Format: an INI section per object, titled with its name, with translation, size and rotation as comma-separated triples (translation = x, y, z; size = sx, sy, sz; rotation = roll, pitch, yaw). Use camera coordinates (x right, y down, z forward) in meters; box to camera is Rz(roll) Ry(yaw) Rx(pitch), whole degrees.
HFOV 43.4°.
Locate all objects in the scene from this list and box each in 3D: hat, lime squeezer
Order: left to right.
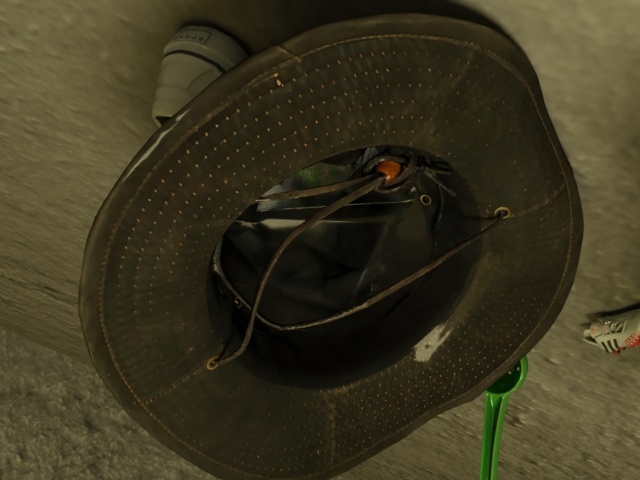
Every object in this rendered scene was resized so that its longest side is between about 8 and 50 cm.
[hat]
translation = 0.000, 0.000, 0.509
size = 0.331, 0.331, 0.134
rotation = 44, -174, -42
[lime squeezer]
translation = 0.135, 0.096, 0.725
size = 0.059, 0.110, 0.310
rotation = 18, 132, 54

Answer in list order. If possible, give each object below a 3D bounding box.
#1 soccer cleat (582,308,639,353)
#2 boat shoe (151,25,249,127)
[soccer cleat]
translation = 0.242, 0.074, 0.659
size = 0.036, 0.029, 0.083
rotation = 15, 161, 5
[boat shoe]
translation = -0.056, -0.052, 0.583
size = 0.083, 0.075, 0.226
rotation = 7, 153, 33
